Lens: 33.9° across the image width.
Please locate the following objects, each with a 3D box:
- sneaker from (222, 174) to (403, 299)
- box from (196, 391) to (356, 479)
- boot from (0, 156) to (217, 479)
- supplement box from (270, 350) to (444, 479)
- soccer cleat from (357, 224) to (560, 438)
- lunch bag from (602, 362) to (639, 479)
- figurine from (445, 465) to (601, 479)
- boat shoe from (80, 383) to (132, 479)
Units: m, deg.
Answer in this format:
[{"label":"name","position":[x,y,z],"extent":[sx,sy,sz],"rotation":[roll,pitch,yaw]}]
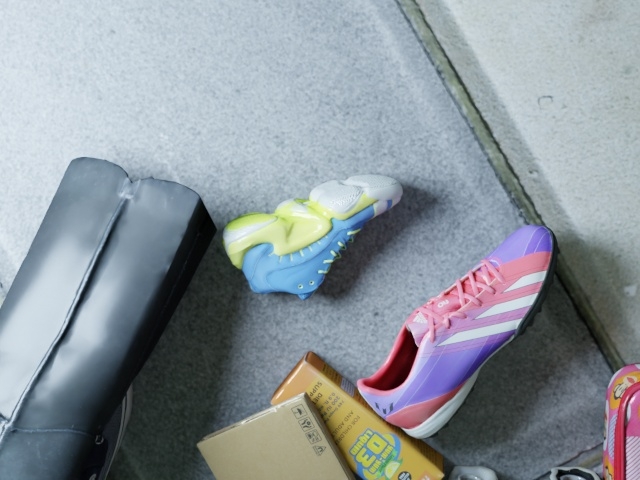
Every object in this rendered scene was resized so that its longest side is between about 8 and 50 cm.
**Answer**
[{"label":"sneaker","position":[0.000,0.000,1.357],"extent":[0.240,0.091,0.126],"rotation":[-17,110,3]},{"label":"box","position":[-0.042,0.310,1.337],"extent":[0.164,0.021,0.201],"rotation":[-26,98,18]},{"label":"boot","position":[-0.379,0.088,1.278],"extent":[0.367,0.146,0.445],"rotation":[23,76,4]},{"label":"supplement box","position":[0.050,0.248,1.358],"extent":[0.233,0.080,0.078],"rotation":[38,96,-2]},{"label":"soccer cleat","position":[0.176,0.100,1.318],"extent":[0.116,0.108,0.318],"rotation":[34,95,-25]},{"label":"lunch bag","position":[0.507,0.290,1.327],"extent":[0.293,0.120,0.258],"rotation":[0,96,4]},{"label":"figurine","position":[0.253,0.405,1.356],"extent":[0.215,0.092,0.209],"rotation":[0,97,3]},{"label":"boat shoe","position":[-0.333,0.288,1.335],"extent":[0.127,0.158,0.340],"rotation":[13,93,2]}]
